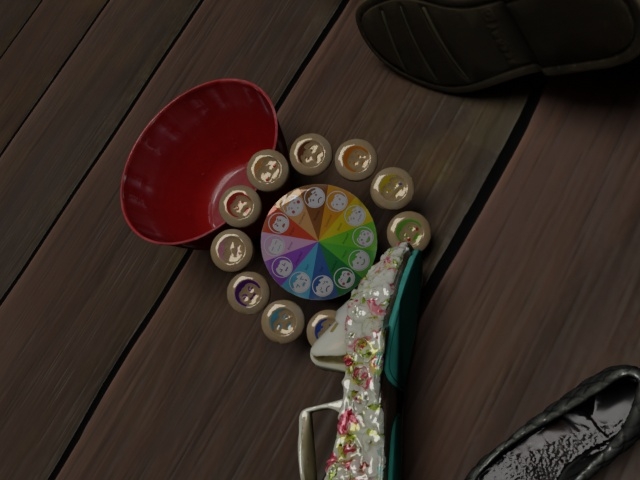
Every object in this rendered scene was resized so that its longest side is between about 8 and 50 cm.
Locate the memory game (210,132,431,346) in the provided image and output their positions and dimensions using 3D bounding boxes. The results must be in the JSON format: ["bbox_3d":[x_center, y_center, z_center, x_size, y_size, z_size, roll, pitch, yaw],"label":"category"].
[{"bbox_3d":[0.000,0.000,0.492,0.186,0.012,0.186,0,86,4],"label":"memory game"}]

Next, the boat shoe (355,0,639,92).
[{"bbox_3d":[0.156,-0.200,0.501,0.104,0.110,0.307,-48,36,-14],"label":"boat shoe"}]

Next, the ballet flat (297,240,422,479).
[{"bbox_3d":[0.025,0.110,0.418,0.077,0.091,0.240,2,66,18],"label":"ballet flat"}]

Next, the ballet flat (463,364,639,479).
[{"bbox_3d":[0.133,0.138,0.365,0.173,0.049,0.057,-46,48,3],"label":"ballet flat"}]

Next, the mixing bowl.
[{"bbox_3d":[-0.099,-0.059,0.597,0.182,0.098,0.181,-13,60,23],"label":"mixing bowl"}]
